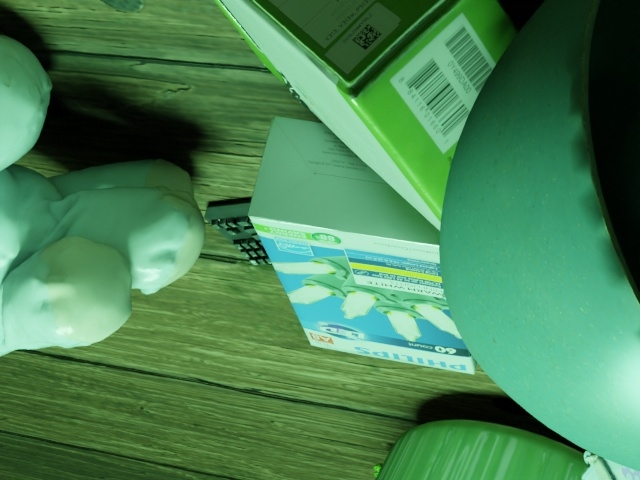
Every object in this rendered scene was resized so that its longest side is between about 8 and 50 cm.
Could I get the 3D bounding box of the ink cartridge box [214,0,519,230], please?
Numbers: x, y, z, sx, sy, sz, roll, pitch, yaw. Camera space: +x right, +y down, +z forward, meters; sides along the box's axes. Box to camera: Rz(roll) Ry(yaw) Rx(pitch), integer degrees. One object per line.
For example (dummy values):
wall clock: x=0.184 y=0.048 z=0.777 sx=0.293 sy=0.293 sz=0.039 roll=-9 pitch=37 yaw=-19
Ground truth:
ink cartridge box: x=0.021 y=-0.125 z=1.067 sx=0.255 sy=0.097 sz=0.189 roll=46 pitch=178 yaw=41

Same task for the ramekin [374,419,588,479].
ramekin: x=0.171 y=0.292 z=1.670 sx=0.303 sy=0.148 sz=0.303 roll=19 pitch=153 yaw=10

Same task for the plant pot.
plant pot: x=0.172 y=-0.002 z=0.918 sx=0.290 sy=0.290 sz=0.195 roll=31 pitch=147 yaw=-25

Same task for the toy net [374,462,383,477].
toy net: x=0.152 y=0.221 z=1.773 sx=0.122 sy=0.045 sz=0.232 roll=34 pitch=152 yaw=-17

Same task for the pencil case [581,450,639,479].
pencil case: x=0.303 y=0.161 z=1.429 sx=0.124 sy=0.113 sz=0.273 roll=28 pitch=156 yaw=-2

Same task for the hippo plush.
hippo plush: x=-0.245 y=-0.047 z=1.362 sx=0.294 sy=0.234 sz=0.236 roll=-18 pitch=108 yaw=34

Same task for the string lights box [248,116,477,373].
string lights box: x=0.043 y=0.009 z=1.270 sx=0.133 sy=0.076 sz=0.259 roll=9 pitch=160 yaw=13

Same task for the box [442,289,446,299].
box: x=0.131 y=-0.025 z=1.123 sx=0.027 sy=0.137 sz=0.094 roll=31 pitch=156 yaw=-34

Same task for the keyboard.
keyboard: x=0.000 y=0.000 z=1.428 sx=0.180 sy=0.023 sz=0.108 roll=-4 pitch=147 yaw=45
